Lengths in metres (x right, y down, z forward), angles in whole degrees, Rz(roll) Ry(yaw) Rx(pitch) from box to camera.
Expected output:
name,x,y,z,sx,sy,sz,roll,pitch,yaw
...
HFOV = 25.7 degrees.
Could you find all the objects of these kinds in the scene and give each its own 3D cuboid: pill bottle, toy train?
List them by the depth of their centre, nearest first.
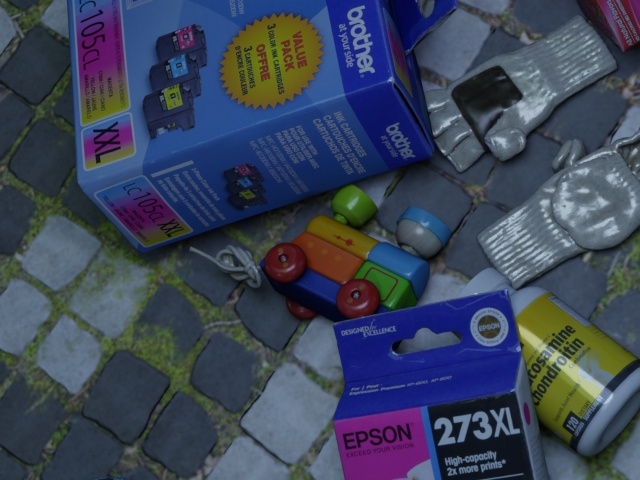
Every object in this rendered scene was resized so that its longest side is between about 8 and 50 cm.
name,x,y,z,sx,sy,sz,roll,pitch,yaw
pill bottle,0.209,0.108,1.305,0.184,0.103,0.103,38,89,24
toy train,0.000,0.000,1.415,0.248,0.105,0.143,26,71,26

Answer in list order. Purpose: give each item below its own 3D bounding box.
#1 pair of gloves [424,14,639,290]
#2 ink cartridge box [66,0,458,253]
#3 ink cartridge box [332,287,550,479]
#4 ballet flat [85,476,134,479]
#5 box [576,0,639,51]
name,x,y,z,sx,sy,sz,roll,pitch,yaw
pair of gloves,0.225,-0.091,1.392,0.204,0.042,0.240,-26,69,9
ink cartridge box,-0.048,-0.186,1.430,0.395,0.151,0.270,-17,58,11
ink cartridge box,0.119,0.241,1.259,0.176,0.069,0.371,-12,86,20
ballet flat,-0.185,0.276,1.407,0.188,0.070,0.070,7,77,20
box,0.268,-0.325,1.322,0.128,0.257,0.122,-32,32,7
